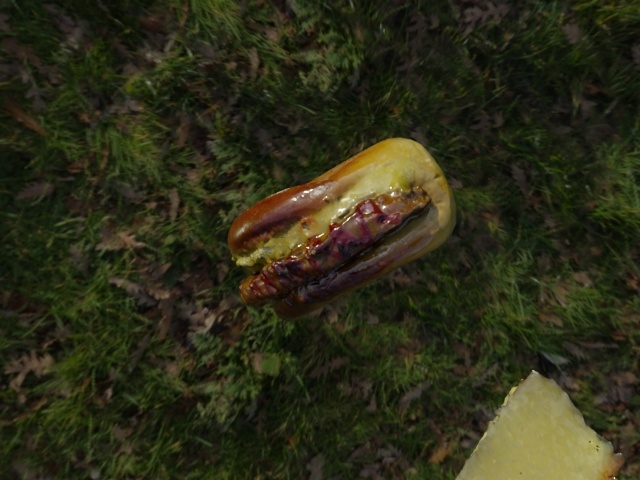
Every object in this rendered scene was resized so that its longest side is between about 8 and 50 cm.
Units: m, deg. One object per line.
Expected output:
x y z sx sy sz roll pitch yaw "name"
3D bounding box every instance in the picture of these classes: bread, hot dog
0.252 0.432 0.809 0.346 0.242 0.404 40 142 27 "bread"
0.001 0.001 1.082 0.405 0.223 0.185 -30 86 39 "hot dog"
